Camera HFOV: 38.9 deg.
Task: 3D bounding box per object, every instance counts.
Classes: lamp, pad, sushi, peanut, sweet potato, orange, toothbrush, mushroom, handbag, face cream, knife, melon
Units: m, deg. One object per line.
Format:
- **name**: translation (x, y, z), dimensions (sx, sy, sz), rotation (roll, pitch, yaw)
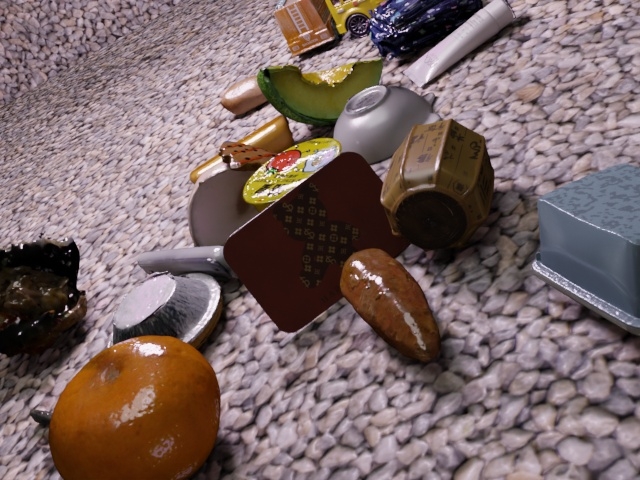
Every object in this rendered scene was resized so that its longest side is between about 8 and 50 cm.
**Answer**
- **lamp**: translation (0.174, -0.082, 1.337), dimensions (0.161, 0.161, 0.185), rotation (-17, 31, 25)
- **pad**: translation (0.000, 0.000, 1.379), dimensions (0.267, 0.181, 0.004), rotation (-38, -2, -9)
- **sushi**: translation (-0.550, 0.114, 1.721), dimensions (0.225, 0.219, 0.238), rotation (-10, -18, -37)
- **peanut**: translation (-0.168, -0.354, 2.184), dimensions (0.152, 0.076, 0.076), rotation (-23, 29, 6)
- **sweet potato**: translation (0.100, 0.090, 1.220), dimensions (0.097, 0.097, 0.252), rotation (-33, 33, -3)
- **orange**: translation (-0.243, 0.243, 1.220), dimensions (0.240, 0.171, 0.240), rotation (-15, 44, 15)
- **toothbrush**: translation (-0.376, 0.294, 1.418), dimensions (0.297, 0.030, 0.031), rotation (1, 53, 45)
- **mushroom**: translation (-0.150, -0.099, 1.672), dimensions (0.236, 0.162, 0.173), rotation (-26, 31, 7)
- **handbag**: translation (0.226, -0.493, 1.977), dimensions (0.260, 0.113, 0.162), rotation (-28, 34, -9)
- **face cream**: translation (0.282, -0.399, 1.839), dimensions (0.243, 0.058, 0.092), rotation (-37, 33, 3)
- **knife**: translation (-0.238, 0.046, 1.631), dimensions (0.265, 0.073, 0.041), rotation (-2, 49, 46)
- **melon**: translation (-0.011, -0.299, 1.887), dimensions (0.264, 0.129, 0.169), rotation (-10, 5, -20)

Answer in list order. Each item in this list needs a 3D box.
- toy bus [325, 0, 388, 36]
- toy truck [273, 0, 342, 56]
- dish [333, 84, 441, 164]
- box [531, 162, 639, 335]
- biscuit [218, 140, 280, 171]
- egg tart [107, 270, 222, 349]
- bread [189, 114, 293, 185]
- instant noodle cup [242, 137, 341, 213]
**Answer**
- **toy bus**: translation (0.178, -0.621, 2.181), dimensions (0.331, 0.151, 0.145), rotation (-18, 29, 26)
- **toy truck**: translation (-0.019, -0.613, 2.348), dimensions (0.136, 0.162, 0.305), rotation (-17, 31, 25)
- **dish**: translation (0.104, -0.243, 1.728), dimensions (0.236, 0.086, 0.228), rotation (-21, 30, 18)
- **box**: translation (0.359, 0.008, 1.043), dimensions (0.162, 0.130, 0.227), rotation (-22, 27, -15)
- **biscuit**: translation (-0.132, -0.151, 1.596), dimensions (0.130, 0.019, 0.119), rotation (28, 29, 37)
- **egg tart**: translation (-0.270, 0.129, 1.508), dimensions (0.234, 0.094, 0.234), rotation (-23, 32, 16)
- **bread**: translation (-0.158, -0.171, 1.884), dimensions (0.239, 0.074, 0.092), rotation (-33, 13, -5)
- **instant noodle cup**: translation (-0.016, -0.061, 1.502), dimensions (0.182, 0.144, 0.182), rotation (-24, 28, 14)
